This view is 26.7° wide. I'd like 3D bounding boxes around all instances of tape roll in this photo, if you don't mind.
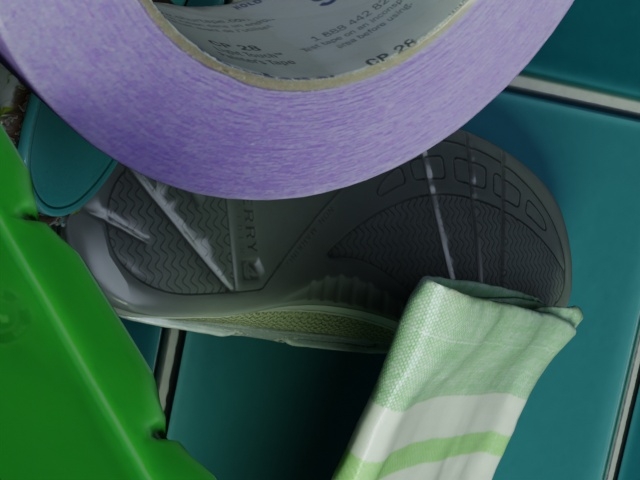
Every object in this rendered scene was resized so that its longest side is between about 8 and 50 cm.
[{"bbox_3d":[-0.011,-0.155,0.472,0.275,0.090,0.275,-18,125,-28],"label":"tape roll"}]

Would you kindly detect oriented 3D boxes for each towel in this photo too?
[{"bbox_3d":[0.028,0.174,0.623,0.325,0.038,0.248,-67,159,5],"label":"towel"}]

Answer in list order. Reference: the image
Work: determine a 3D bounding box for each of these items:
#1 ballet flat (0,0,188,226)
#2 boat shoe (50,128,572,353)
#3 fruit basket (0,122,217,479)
[{"bbox_3d":[-0.103,-0.108,0.595,0.091,0.077,0.241,60,43,-49],"label":"ballet flat"},{"bbox_3d":[-0.001,0.003,0.711,0.320,0.103,0.118,0,82,-34],"label":"boat shoe"},{"bbox_3d":[-0.178,0.120,0.481,0.283,0.392,0.392,-17,109,-33],"label":"fruit basket"}]
